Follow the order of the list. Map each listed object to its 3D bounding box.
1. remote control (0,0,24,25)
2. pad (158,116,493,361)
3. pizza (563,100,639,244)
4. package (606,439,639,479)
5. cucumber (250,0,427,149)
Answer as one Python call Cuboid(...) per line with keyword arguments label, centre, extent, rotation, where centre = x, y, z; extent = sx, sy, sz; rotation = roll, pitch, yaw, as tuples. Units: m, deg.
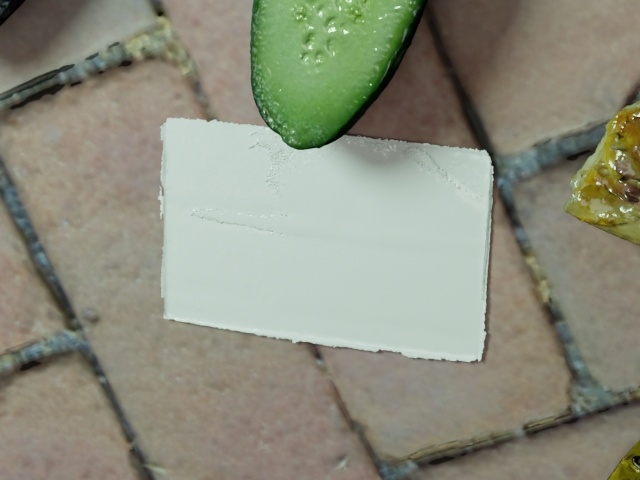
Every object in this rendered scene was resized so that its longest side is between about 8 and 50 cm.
Cuboid(label="remote control", centre=(-0.178, -0.231, 1.183), extent=(0.090, 0.066, 0.266), rotation=(40, 113, -17))
Cuboid(label="pad", centre=(0.000, 0.000, 1.249), extent=(0.232, 0.004, 0.156), rotation=(7, 114, 14))
Cuboid(label="pizza", centre=(0.263, -0.053, 1.119), extent=(0.246, 0.058, 0.127), rotation=(-9, 108, 17))
Cuboid(label="package", centre=(0.210, 0.201, 1.243), extent=(0.071, 0.047, 0.131), rotation=(27, 92, 2))
Cuboid(label="cucumber", centre=(0.020, -0.171, 1.140), extent=(0.115, 0.063, 0.243), rotation=(29, 117, 12))
